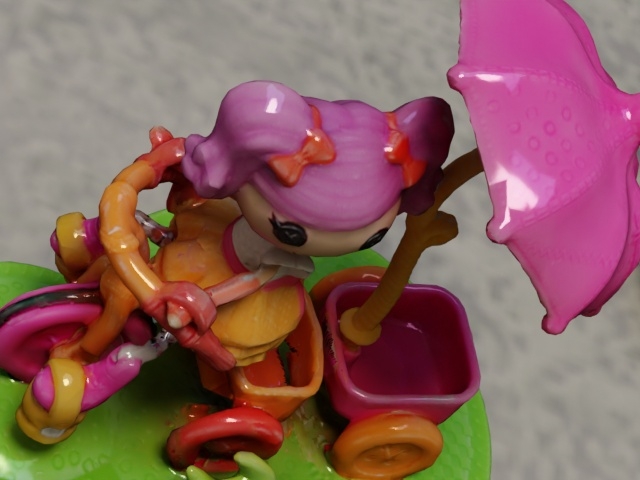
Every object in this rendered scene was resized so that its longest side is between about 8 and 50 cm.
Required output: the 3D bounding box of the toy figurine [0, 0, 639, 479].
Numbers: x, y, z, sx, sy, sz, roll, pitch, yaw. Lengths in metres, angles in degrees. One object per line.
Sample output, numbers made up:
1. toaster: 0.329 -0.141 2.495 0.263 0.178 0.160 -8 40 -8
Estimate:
1. toy figurine: 0.000 0.000 0.393 0.173 0.159 0.130 7 54 -24
